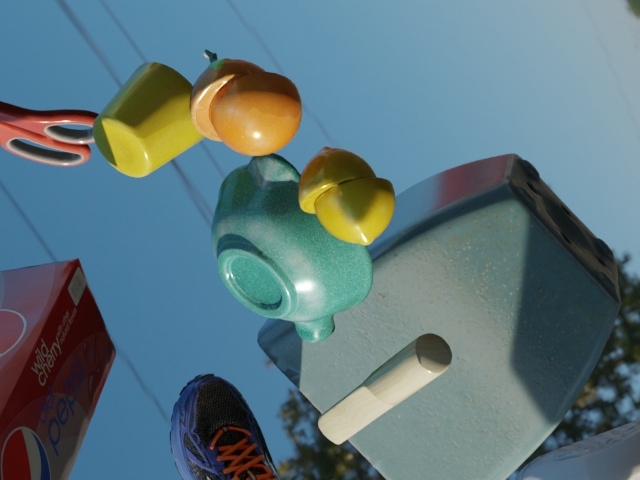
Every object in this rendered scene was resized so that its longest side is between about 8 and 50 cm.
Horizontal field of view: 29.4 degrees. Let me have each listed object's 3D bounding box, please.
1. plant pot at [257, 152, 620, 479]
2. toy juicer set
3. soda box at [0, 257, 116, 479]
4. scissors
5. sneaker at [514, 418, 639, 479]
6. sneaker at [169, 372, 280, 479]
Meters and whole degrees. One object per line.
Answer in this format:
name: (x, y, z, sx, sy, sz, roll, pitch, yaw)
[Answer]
plant pot: (0.136, 0.063, 1.130, 0.247, 0.252, 0.248, 47, -160, -4)
toy juicer set: (0.000, 0.000, 0.856, 0.329, 0.209, 0.089, 55, -127, -17)
soda box: (-0.200, 0.117, 0.706, 0.263, 0.092, 0.083, -81, -21, -59)
scissors: (-0.347, -0.126, 1.213, 0.297, 0.109, 0.021, 13, -117, -40)
sneaker: (0.163, 0.170, 0.630, 0.240, 0.091, 0.126, 55, -166, -68)
sneaker: (-0.055, 0.211, 1.005, 0.083, 0.087, 0.221, -19, -98, -32)
